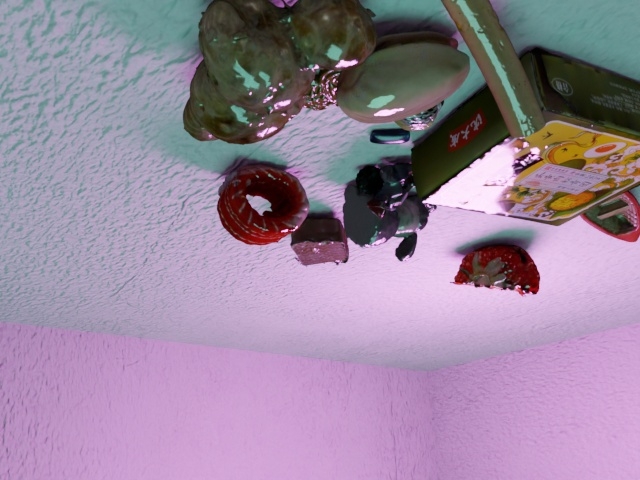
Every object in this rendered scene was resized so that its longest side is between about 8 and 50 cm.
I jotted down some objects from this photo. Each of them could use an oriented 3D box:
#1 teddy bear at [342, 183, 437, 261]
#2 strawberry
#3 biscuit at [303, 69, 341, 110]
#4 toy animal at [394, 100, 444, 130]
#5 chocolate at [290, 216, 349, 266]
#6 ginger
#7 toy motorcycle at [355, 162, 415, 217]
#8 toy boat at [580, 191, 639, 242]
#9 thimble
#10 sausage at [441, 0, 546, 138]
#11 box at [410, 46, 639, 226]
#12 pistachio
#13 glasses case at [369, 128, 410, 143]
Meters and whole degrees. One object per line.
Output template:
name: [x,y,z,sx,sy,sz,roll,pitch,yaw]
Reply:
teddy bear: [0.165,-0.037,1.586,0.251,0.171,0.144,8,176,-39]
strawberry: [0.573,0.090,1.974,0.280,0.150,0.253,9,176,-32]
biscuit: [0.019,-0.272,1.156,0.175,0.026,0.124,-10,156,17]
toy animal: [0.161,-0.247,1.139,0.137,0.098,0.098,-2,164,-46]
chocolate: [0.000,0.000,1.742,0.148,0.093,0.214,-6,159,5]
ginger: [-0.098,-0.253,1.004,0.256,0.176,0.375,-7,164,-35]
toy motorcycle: [0.187,-0.117,1.432,0.213,0.122,0.082,-6,174,8]
toy boat: [0.736,-0.086,1.630,0.136,0.079,0.392,-21,151,33]
thimble: [-0.128,-0.077,1.442,0.189,0.163,0.125,9,157,-27]
sausage: [0.259,-0.283,0.971,0.066,0.066,0.301,-17,128,31]
box: [0.458,-0.180,1.290,0.420,0.138,0.373,8,156,-26]
pistachio: [0.129,-0.267,1.042,0.223,0.126,0.152,-22,140,0]
glasses case: [0.144,-0.212,1.322,0.083,0.023,0.033,-3,160,-1]
